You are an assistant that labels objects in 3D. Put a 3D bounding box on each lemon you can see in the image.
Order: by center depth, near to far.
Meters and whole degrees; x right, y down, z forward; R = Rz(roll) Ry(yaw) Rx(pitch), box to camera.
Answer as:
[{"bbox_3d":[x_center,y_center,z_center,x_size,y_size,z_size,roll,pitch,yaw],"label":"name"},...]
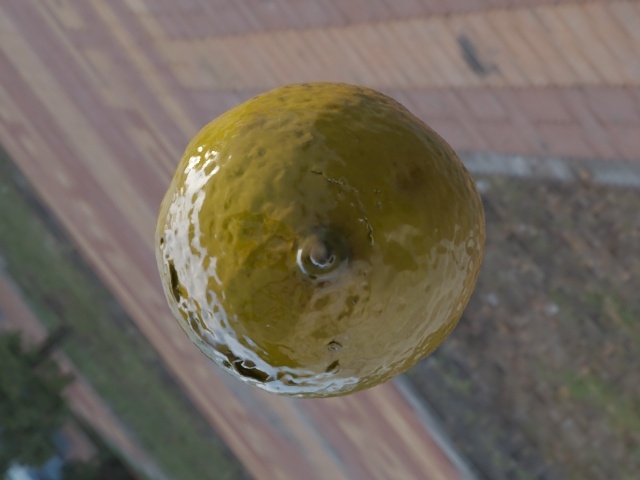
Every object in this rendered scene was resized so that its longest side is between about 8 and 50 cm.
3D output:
[{"bbox_3d":[0.005,0.000,1.347,0.228,0.228,0.253,45,-159,26],"label":"lemon"}]
